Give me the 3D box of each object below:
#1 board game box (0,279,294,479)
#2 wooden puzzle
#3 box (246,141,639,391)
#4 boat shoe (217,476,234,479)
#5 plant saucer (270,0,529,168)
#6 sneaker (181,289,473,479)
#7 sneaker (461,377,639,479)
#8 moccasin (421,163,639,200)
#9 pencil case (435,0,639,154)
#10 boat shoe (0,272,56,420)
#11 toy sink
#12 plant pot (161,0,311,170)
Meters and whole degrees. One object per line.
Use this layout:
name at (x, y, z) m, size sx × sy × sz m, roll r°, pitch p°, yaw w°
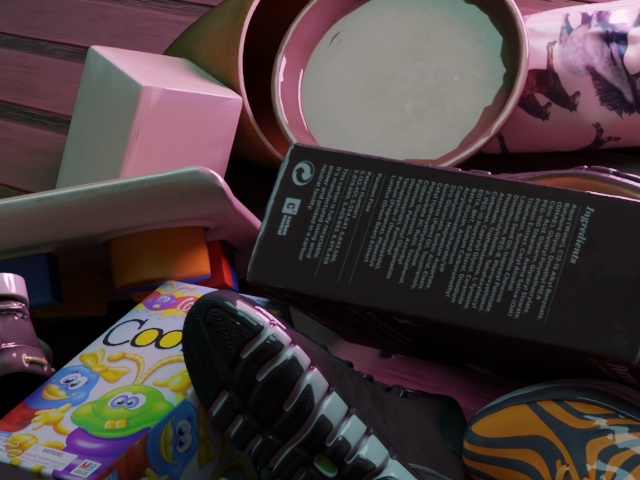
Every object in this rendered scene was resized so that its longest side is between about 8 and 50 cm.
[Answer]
board game box at (-0.146, 0.170, 1.682) m, size 0.144 × 0.142 × 0.275 m, roll 9°, pitch 35°, yaw 35°
wooden puzzle at (-0.216, 0.028, 1.890) m, size 0.322 × 0.080 × 0.348 m, roll -9°, pitch -13°, yaw 5°
box at (0.151, 0.035, 1.664) m, size 0.381 × 0.191 × 0.143 m, roll 9°, pitch 75°, yaw 35°
boat shoe at (0.017, 0.285, 1.460) m, size 0.341 × 0.121 × 0.110 m, roll 22°, pitch 80°, yaw 51°
plant saucer at (0.084, -0.173, 2.071) m, size 0.278 × 0.041 × 0.278 m, roll -8°, pitch 61°, yaw 15°
sneaker at (0.019, 0.136, 1.633) m, size 0.106 × 0.281 × 0.162 m, roll -46°, pitch -6°, yaw 34°
sneaker at (0.225, 0.207, 1.484) m, size 0.321 × 0.125 × 0.180 m, roll 7°, pitch 32°, yaw 32°
moccasin at (0.207, 0.008, 1.846) m, size 0.380 × 0.139 × 0.147 m, roll 5°, pitch 73°, yaw 36°
pencil case at (0.310, -0.189, 2.121) m, size 0.410 × 0.183 × 0.160 m, roll -4°, pitch 12°, yaw 17°
boat shoe at (-0.285, 0.123, 1.738) m, size 0.109 × 0.305 × 0.091 m, roll -12°, pitch 69°, yaw -9°
toy sink at (-0.188, -0.071, 2.128) m, size 0.131 × 0.234 × 0.153 m, roll 6°, pitch 17°, yaw -30°
plant pot at (-0.072, -0.184, 2.255) m, size 0.237 × 0.237 × 0.254 m, roll -34°, pitch 20°, yaw -35°
